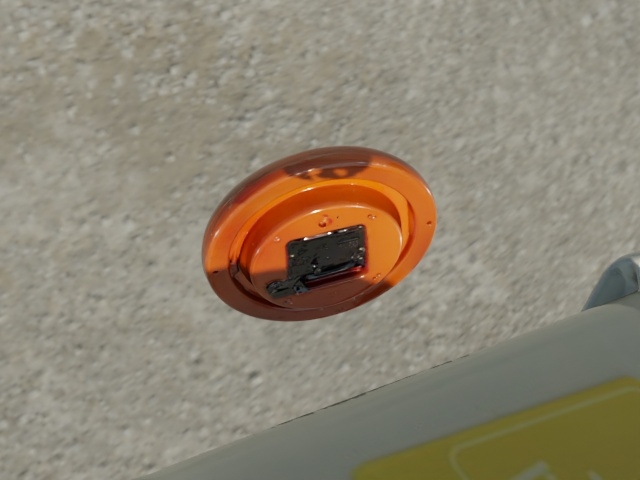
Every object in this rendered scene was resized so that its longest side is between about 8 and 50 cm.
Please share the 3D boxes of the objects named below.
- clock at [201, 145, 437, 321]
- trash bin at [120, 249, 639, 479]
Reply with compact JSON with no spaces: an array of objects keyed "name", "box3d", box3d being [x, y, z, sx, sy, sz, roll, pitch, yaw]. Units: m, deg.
[{"name":"clock","box3d":[0.000,0.000,1.252,0.205,0.205,0.051,-48,44,31]},{"name":"trash bin","box3d":[0.080,0.193,0.659,0.256,0.367,0.296,50,132,33]}]
